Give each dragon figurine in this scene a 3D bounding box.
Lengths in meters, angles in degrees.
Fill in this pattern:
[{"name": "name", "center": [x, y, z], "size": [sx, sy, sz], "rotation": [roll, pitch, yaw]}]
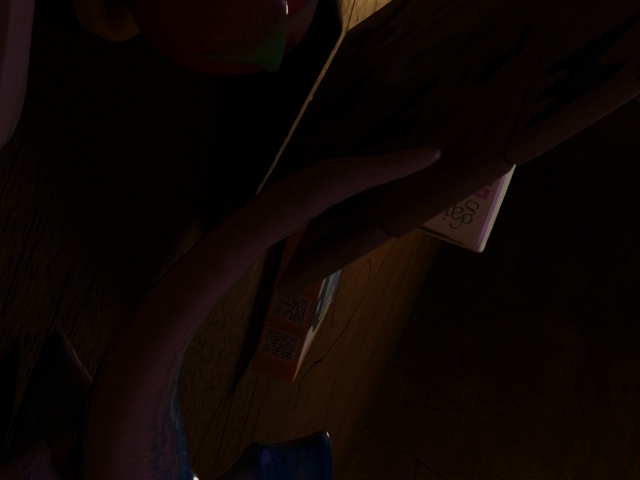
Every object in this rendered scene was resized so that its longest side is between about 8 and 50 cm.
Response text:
[{"name": "dragon figurine", "center": [-0.050, 0.081, 0.467], "size": [0.144, 0.085, 0.289], "rotation": [-57, 167, -69]}]

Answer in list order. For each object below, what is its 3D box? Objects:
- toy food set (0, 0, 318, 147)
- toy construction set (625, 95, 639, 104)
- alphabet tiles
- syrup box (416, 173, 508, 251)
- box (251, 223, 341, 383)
[{"name": "toy food set", "center": [0.003, -0.095, 0.409], "size": [0.218, 0.071, 0.128], "rotation": [-62, 171, -56]}, {"name": "toy construction set", "center": [0.199, -0.240, 1.443], "size": [0.237, 0.257, 0.309], "rotation": [-53, -155, 23]}, {"name": "alphabet tiles", "center": [0.103, -0.113, 0.729], "size": [0.342, 0.011, 0.285], "rotation": [-31, -158, 39]}, {"name": "syrup box", "center": [0.081, -0.051, 1.283], "size": [0.237, 0.093, 0.096], "rotation": [15, 95, -85]}, {"name": "box", "center": [0.000, 0.000, 1.009], "size": [0.081, 0.028, 0.136], "rotation": [-63, 173, -52]}]
